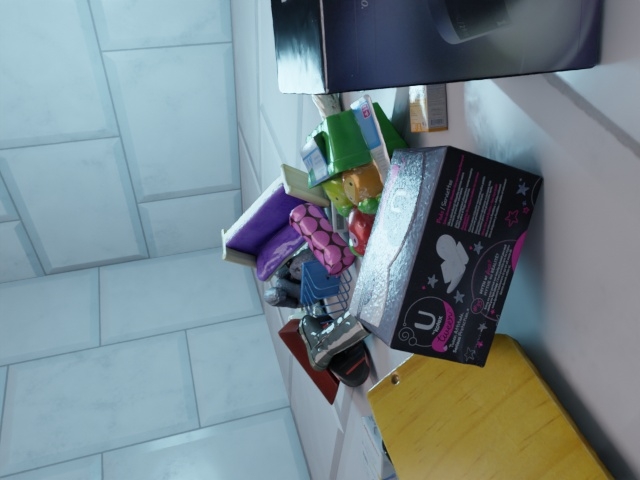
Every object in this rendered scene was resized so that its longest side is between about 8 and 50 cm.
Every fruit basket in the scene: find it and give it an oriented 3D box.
[{"bbox_3d":[0.079,-0.073,1.064,0.327,0.165,0.353,175,82,-76],"label":"fruit basket"}]

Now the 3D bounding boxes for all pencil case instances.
[{"bbox_3d":[0.000,0.000,1.443,0.209,0.095,0.098,54,162,23],"label":"pencil case"}]

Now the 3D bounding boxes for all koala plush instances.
[{"bbox_3d":[-0.047,0.097,1.704,0.221,0.203,0.196,127,151,-46],"label":"koala plush"}]

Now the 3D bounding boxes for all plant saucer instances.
[{"bbox_3d":[-0.015,0.350,1.644,0.259,0.047,0.258,52,-175,3],"label":"plant saucer"}]

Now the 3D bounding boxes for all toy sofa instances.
[{"bbox_3d":[-0.142,-0.041,1.619,0.362,0.150,0.177,-42,46,33],"label":"toy sofa"}]

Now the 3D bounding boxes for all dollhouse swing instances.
[{"bbox_3d":[0.276,0.351,0.782,0.315,0.305,0.347,-45,41,20],"label":"dollhouse swing"}]

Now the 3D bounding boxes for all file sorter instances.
[{"bbox_3d":[0.017,0.145,1.538,0.170,0.118,0.104,95,157,-45],"label":"file sorter"}]

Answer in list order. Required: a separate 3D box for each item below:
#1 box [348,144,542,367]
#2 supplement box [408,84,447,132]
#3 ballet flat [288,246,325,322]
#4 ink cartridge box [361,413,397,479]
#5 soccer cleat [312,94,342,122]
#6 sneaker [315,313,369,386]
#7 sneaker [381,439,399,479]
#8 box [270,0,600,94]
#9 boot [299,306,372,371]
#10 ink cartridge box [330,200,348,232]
[{"bbox_3d":[0.150,0.013,0.708,0.163,0.142,0.247,-154,80,-72],"label":"box"},{"bbox_3d":[0.170,-0.223,0.857,0.062,0.036,0.098,-146,49,-70],"label":"supplement box"},{"bbox_3d":[-0.064,0.223,1.875,0.147,0.147,0.409,116,141,-67],"label":"ballet flat"},{"bbox_3d":[0.157,0.533,1.332,0.127,0.072,0.175,-122,26,-57],"label":"ink cartridge box"},{"bbox_3d":[0.027,-0.311,1.313,0.076,0.068,0.196,-148,42,-65],"label":"soccer cleat"},{"bbox_3d":[0.070,0.328,1.536,0.136,0.116,0.314,58,172,-29],"label":"sneaker"},{"bbox_3d":[0.221,0.508,1.071,0.283,0.110,0.122,-115,3,-53],"label":"sneaker"},{"bbox_3d":[0.105,-0.308,0.528,0.183,0.294,0.296,-140,42,-65],"label":"box"},{"bbox_3d":[0.038,0.223,1.421,0.208,0.076,0.190,-53,43,32],"label":"boot"},{"bbox_3d":[0.047,-0.121,1.437,0.179,0.045,0.145,-87,-6,-64],"label":"ink cartridge box"}]
